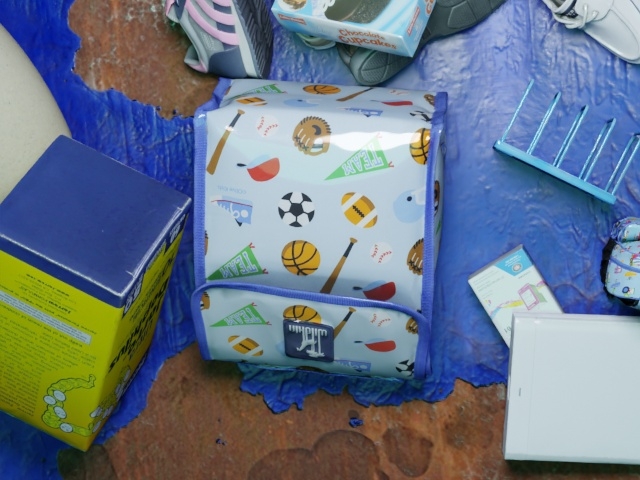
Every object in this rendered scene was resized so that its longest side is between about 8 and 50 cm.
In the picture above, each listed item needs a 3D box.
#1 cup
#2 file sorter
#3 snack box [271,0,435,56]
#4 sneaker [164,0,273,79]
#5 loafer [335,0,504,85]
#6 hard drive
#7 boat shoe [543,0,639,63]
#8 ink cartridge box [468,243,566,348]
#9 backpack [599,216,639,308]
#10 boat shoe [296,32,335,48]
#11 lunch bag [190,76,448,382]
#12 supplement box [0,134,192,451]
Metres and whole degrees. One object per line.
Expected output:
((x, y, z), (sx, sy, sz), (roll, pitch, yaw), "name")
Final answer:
((-0.478, -0.137, 1.894), (0.237, 0.331, 0.331), (35, 100, -23), "cup")
((0.326, -0.131, 1.867), (0.170, 0.118, 0.104), (26, 94, 4), "file sorter")
((0.084, -0.401, 1.813), (0.187, 0.060, 0.322), (15, 74, 24), "snack box")
((-0.154, -0.334, 1.840), (0.131, 0.112, 0.319), (3, 137, 16), "sneaker")
((0.139, -0.313, 1.878), (0.267, 0.096, 0.084), (-34, 55, -3), "loafer")
((0.406, 0.201, 1.899), (0.308, 0.040, 0.203), (2, 105, 1), "hard drive")
((0.333, -0.315, 1.840), (0.258, 0.084, 0.095), (42, 143, -2), "boat shoe")
((0.270, 0.081, 1.926), (0.088, 0.052, 0.122), (-32, 93, 9), "ink cartridge box")
((0.447, 0.037, 1.838), (0.158, 0.173, 0.117), (8, 97, 7), "backpack")
((-0.051, -0.399, 1.897), (0.109, 0.094, 0.302), (-30, 91, 9), "boat shoe")
((0.000, 0.000, 1.869), (0.328, 0.239, 0.385), (6, 111, 7), "lunch bag")
((-0.322, 0.075, 1.841), (0.195, 0.194, 0.356), (26, 138, 4), "supplement box")
